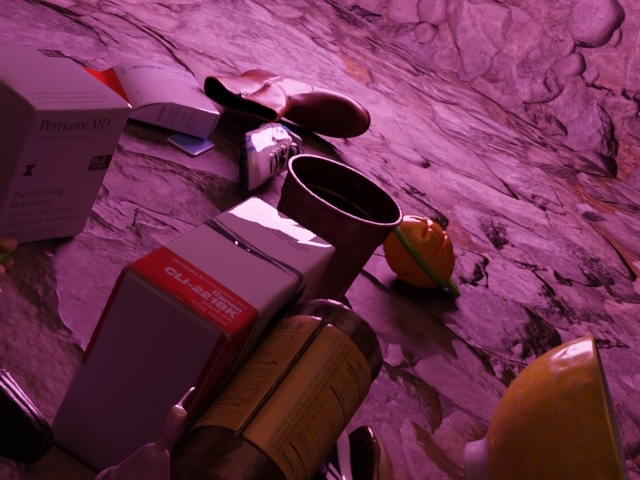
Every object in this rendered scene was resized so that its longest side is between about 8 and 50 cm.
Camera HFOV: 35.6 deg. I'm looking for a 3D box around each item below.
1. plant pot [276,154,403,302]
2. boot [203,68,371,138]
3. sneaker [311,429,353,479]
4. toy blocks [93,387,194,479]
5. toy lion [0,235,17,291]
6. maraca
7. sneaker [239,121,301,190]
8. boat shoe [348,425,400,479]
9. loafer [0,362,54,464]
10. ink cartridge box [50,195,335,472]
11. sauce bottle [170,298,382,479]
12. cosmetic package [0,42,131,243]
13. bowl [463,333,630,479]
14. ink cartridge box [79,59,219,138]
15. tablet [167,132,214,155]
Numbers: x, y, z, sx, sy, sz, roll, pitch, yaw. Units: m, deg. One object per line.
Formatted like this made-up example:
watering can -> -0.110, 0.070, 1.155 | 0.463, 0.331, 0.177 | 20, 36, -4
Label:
plant pot -> 0.000, 0.000, 1.316 | 0.167, 0.165, 0.167 | 22, 24, -10
boot -> -0.050, -0.248, 1.805 | 0.264, 0.096, 0.280 | 29, 14, 5
sneaker -> -0.029, 0.238, 0.922 | 0.121, 0.079, 0.217 | 15, 20, -14
toy blocks -> -0.174, 0.235, 0.524 | 0.309, 0.260, 0.288 | 28, 24, -1
toy lion -> -0.375, 0.022, 1.040 | 0.096, 0.034, 0.100 | 15, 25, -11
maraca -> 0.161, 0.026, 1.533 | 0.186, 0.099, 0.127 | 39, 19, -48
sneaker -> -0.081, -0.138, 1.605 | 0.086, 0.085, 0.237 | 7, 21, 7
boat shoe -> 0.060, 0.267, 0.974 | 0.072, 0.068, 0.190 | 31, 30, -24
loafer -> -0.289, 0.129, 0.872 | 0.170, 0.062, 0.061 | 37, 20, 18
ink cartridge box -> -0.113, 0.090, 0.966 | 0.114, 0.197, 0.273 | 32, 24, 8
sauce bottle -> -0.065, 0.186, 0.836 | 0.111, 0.111, 0.344 | 32, 45, 11
cosmetic package -> -0.345, -0.112, 1.148 | 0.151, 0.183, 0.151 | 38, 26, 22
bowl -> 0.236, 0.252, 1.023 | 0.156, 0.289, 0.289 | -13, 17, 16
ink cartridge box -> -0.301, -0.252, 1.643 | 0.232, 0.066, 0.189 | 17, 22, -32
tablet -> -0.209, -0.159, 1.617 | 0.054, 0.006, 0.083 | 31, 24, 7
